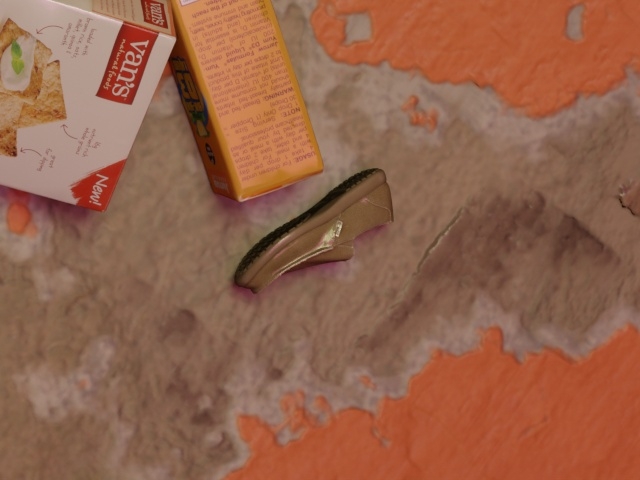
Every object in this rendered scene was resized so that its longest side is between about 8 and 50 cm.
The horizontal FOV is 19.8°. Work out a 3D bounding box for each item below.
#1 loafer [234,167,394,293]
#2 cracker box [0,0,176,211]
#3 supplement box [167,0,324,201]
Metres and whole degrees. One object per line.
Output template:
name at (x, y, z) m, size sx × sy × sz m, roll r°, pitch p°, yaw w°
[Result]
loafer at (0.000, 0.000, 1.426) m, size 0.148 × 0.056 × 0.050 m, roll -36°, pitch 99°, yaw -11°
cracker box at (-0.237, -0.125, 1.297) m, size 0.232 × 0.067 × 0.155 m, roll 15°, pitch 120°, yaw -19°
supplement box at (-0.074, -0.149, 1.375) m, size 0.080 × 0.078 × 0.233 m, roll -23°, pitch 102°, yaw -14°
